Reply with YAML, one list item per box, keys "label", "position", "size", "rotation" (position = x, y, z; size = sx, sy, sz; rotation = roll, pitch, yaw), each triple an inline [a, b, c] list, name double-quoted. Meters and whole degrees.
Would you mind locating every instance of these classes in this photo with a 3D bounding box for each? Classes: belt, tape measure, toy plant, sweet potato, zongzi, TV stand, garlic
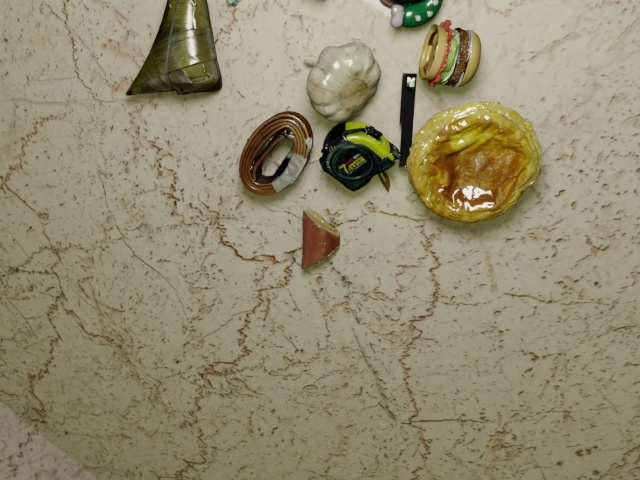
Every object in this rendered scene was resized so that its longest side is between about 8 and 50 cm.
- label: "belt"
  position: [-0.128, -0.252, 1.558]
  size: [0.184, 0.105, 0.261]
  rotation: [42, 110, -8]
- label: "tape measure"
  position: [0.098, -0.248, 1.486]
  size: [0.199, 0.112, 0.186]
  rotation: [-35, 128, 30]
- label: "toy plant"
  position: [0.243, -0.667, 1.321]
  size: [0.243, 0.112, 0.232]
  rotation: [-36, 120, 8]
- label: "sweet potato"
  position: [0.181, -0.197, 1.567]
  size: [0.026, 0.026, 0.115]
  rotation: [-24, 102, 17]
- label: "zongzi"
  position: [-0.442, -0.547, 1.493]
  size: [0.299, 0.138, 0.286]
  rotation: [-5, 106, 14]
- label: "TV stand"
  position: [0.242, -0.335, 1.493]
  size: [0.040, 0.049, 0.257]
  rotation: [3, 110, 7]
- label: "garlic"
  position: [0.037, -0.452, 1.440]
  size: [0.212, 0.218, 0.219]
  rotation: [49, 116, 32]

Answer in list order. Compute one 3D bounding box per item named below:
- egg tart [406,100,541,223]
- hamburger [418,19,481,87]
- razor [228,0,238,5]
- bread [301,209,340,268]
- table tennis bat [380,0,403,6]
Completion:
- label: "egg tart"
  position: [0.413, -0.218, 1.453]
  size: [0.351, 0.150, 0.352]
  rotation: [5, 116, 11]
- label: "hamburger"
  position: [0.339, -0.474, 1.368]
  size: [0.136, 0.175, 0.175]
  rotation: [7, 111, -5]
- label: "razor"
  position: [-0.144, -0.725, 1.409]
  size: [0.277, 0.111, 0.056]
  rotation: [-25, 92, 26]
- label: "bread"
  position: [0.000, 0.000, 1.645]
  size: [0.119, 0.067, 0.193]
  rotation: [3, 110, 9]
- label: "table tennis bat"
  position: [0.143, -0.673, 1.411]
  size: [0.169, 0.119, 0.108]
  rotation: [9, 95, -23]
